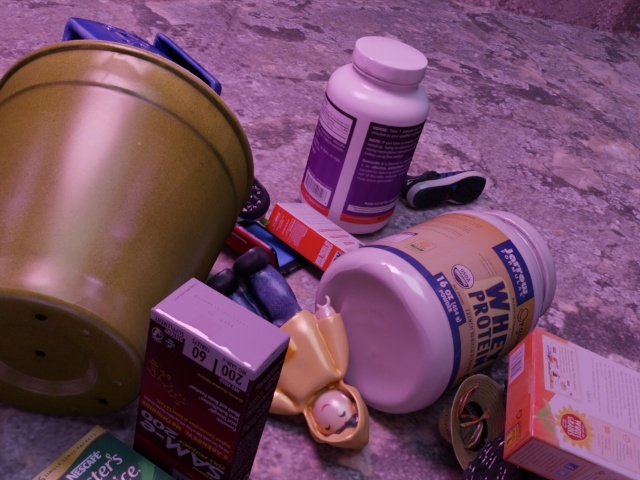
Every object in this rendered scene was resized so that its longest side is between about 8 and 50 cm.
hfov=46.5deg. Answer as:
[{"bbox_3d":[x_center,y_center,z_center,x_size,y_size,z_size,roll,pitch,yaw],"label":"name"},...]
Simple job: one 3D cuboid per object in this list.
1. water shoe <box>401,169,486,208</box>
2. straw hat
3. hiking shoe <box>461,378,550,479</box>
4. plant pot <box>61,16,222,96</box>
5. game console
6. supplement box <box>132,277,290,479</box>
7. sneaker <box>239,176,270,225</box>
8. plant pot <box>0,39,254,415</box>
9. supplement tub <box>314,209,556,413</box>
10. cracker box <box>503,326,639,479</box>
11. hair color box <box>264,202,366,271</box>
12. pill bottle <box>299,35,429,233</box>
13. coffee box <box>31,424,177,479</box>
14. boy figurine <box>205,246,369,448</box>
[{"bbox_3d":[0.249,-0.119,1.518,0.203,0.073,0.080,-9,40,-33],"label":"water shoe"},{"bbox_3d":[0.191,0.245,0.986,0.061,0.144,0.144,-9,12,45],"label":"straw hat"},{"bbox_3d":[0.270,0.287,0.929,0.132,0.113,0.304,53,52,-19],"label":"hiking shoe"},{"bbox_3d":[-0.321,-0.237,1.316,0.212,0.236,0.236,-10,42,-44],"label":"plant pot"},{"bbox_3d":[-0.099,-0.009,1.215,0.144,0.124,0.085,33,64,23],"label":"game console"},{"bbox_3d":[-0.126,0.173,0.811,0.130,0.239,0.073,28,38,16],"label":"supplement box"},{"bbox_3d":[-0.169,-0.113,1.232,0.084,0.097,0.235,-36,82,-7],"label":"sneaker"},{"bbox_3d":[-0.288,0.008,0.921,0.366,0.366,0.353,12,46,-6],"label":"plant pot"},{"bbox_3d":[0.172,0.085,1.066,0.316,0.228,0.228,-21,49,-41],"label":"supplement tub"},{"bbox_3d":[0.333,0.219,0.870,0.232,0.067,0.156,24,45,-5],"label":"cracker box"},{"bbox_3d":[0.000,0.000,1.246,0.167,0.053,0.093,35,19,26],"label":"hair color box"},{"bbox_3d":[0.081,-0.183,1.315,0.181,0.323,0.181,11,35,-8],"label":"pill bottle"},{"bbox_3d":[-0.210,0.287,0.793,0.184,0.040,0.113,30,37,18],"label":"coffee box"},{"bbox_3d":[-0.041,0.155,0.965,0.177,0.092,0.285,-33,74,-4],"label":"boy figurine"}]
